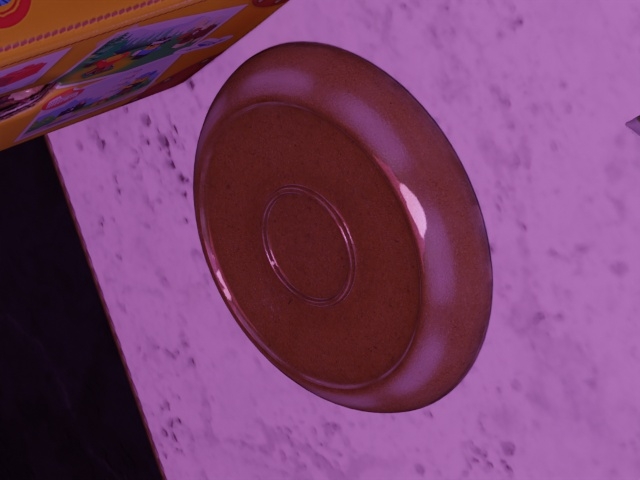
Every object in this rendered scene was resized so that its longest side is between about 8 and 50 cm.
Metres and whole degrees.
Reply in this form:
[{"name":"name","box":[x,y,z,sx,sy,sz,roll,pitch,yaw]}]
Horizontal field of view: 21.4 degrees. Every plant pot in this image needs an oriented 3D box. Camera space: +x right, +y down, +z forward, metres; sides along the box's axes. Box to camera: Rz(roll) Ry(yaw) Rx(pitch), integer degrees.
[{"name":"plant pot","box":[0.000,0.000,1.012,0.236,0.032,0.236,24,126,37]}]

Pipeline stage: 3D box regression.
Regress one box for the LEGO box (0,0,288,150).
[{"name":"LEGO box","box":[-0.291,-0.209,0.852,0.193,0.500,0.372,-31,86,49]}]

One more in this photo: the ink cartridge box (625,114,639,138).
[{"name":"ink cartridge box","box":[0.229,0.005,0.604,0.189,0.255,0.097,43,135,24]}]
